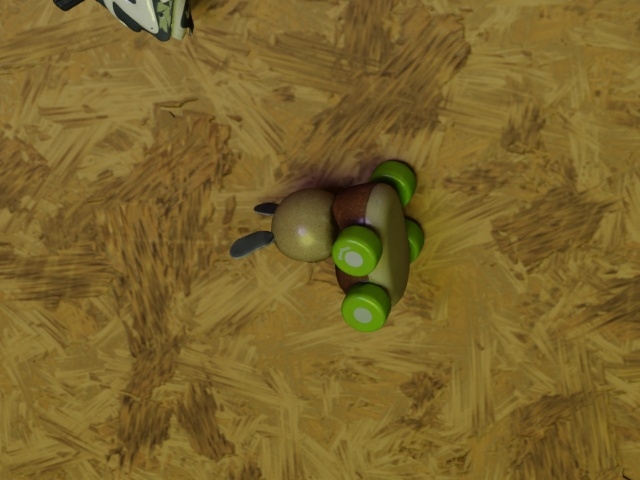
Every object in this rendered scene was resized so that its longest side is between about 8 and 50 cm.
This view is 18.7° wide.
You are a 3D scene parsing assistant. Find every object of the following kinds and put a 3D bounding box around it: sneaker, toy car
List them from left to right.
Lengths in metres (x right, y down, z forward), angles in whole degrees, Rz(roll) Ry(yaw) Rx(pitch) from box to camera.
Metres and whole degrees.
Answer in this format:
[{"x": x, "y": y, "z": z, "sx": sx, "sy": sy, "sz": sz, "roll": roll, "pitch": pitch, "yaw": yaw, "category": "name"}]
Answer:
[{"x": -0.145, "y": -0.281, "z": 1.988, "sx": 0.235, "sy": 0.094, "sz": 0.153, "roll": -19, "pitch": 124, "yaw": 29, "category": "sneaker"}, {"x": 0.000, "y": 0.000, "z": 2.137, "sx": 0.188, "sy": 0.155, "sz": 0.149, "roll": 5, "pitch": 126, "yaw": 20, "category": "toy car"}]

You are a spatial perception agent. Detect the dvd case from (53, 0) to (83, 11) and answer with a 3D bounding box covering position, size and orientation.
[{"x": -0.157, "y": -0.343, "z": 1.899, "sx": 0.253, "sy": 0.180, "sz": 0.022, "roll": -26, "pitch": 134, "yaw": 26, "category": "dvd case"}]
